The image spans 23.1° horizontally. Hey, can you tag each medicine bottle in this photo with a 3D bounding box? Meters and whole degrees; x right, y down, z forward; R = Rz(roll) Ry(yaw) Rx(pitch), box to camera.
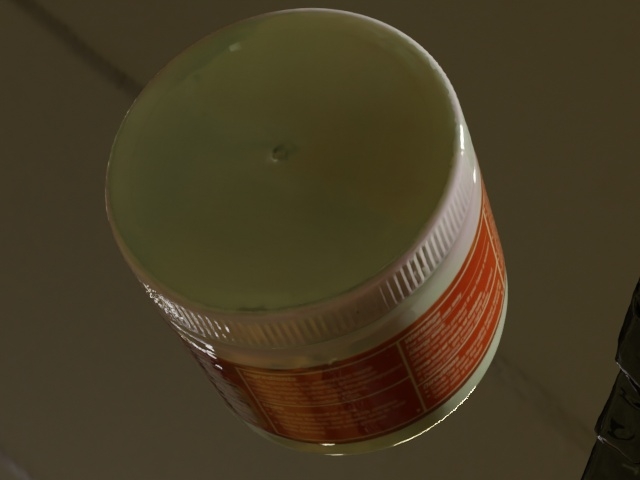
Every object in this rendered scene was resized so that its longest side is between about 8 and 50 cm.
[{"bbox_3d":[0.000,0.000,1.135,0.252,0.252,0.241,29,-20,27],"label":"medicine bottle"}]

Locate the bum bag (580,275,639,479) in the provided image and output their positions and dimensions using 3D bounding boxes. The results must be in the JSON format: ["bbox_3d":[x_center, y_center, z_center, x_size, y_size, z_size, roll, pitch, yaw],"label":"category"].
[{"bbox_3d":[0.176,0.043,0.629,0.123,0.060,0.248,10,-64,3],"label":"bum bag"}]
